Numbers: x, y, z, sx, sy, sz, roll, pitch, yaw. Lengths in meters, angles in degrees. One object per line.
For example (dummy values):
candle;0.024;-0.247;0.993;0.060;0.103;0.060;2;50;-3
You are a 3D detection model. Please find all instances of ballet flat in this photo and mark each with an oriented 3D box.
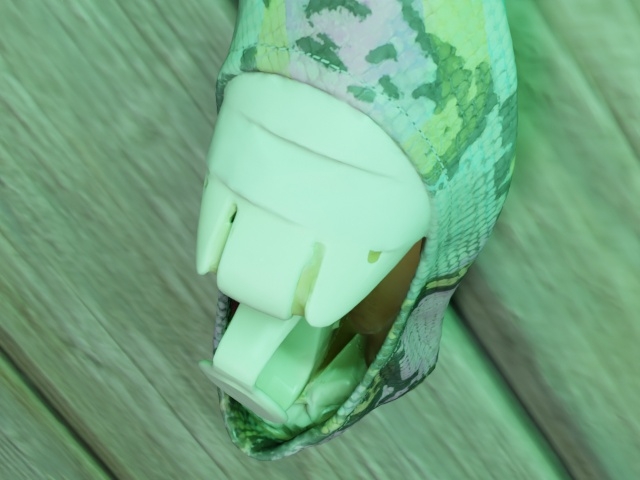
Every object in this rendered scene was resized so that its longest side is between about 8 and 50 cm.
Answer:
ballet flat;0.000;0.000;0.421;0.077;0.079;0.221;31;152;14
